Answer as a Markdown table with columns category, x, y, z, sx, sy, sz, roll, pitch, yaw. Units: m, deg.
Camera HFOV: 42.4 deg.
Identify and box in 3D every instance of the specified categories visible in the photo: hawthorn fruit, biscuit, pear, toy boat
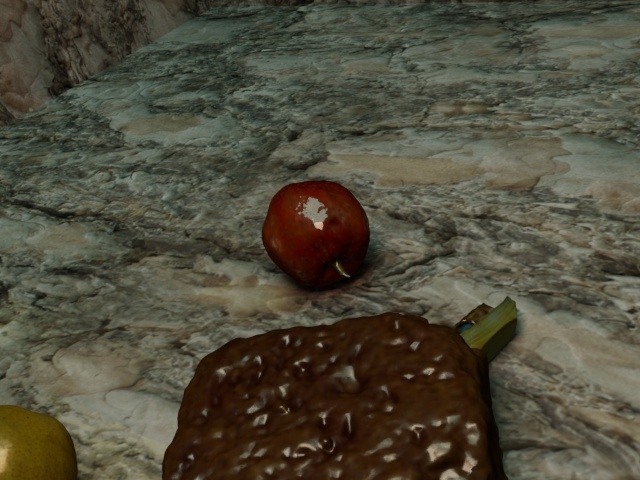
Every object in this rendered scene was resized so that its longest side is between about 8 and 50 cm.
| category | x | y | z | sx | sy | sz | roll | pitch | yaw |
| --- | --- | --- | --- | --- | --- | --- | --- | --- | --- |
| hawthorn fruit | 0.000 | 0.000 | 1.362 | 0.179 | 0.179 | 0.200 | -23 | 52 | -10 |
| biscuit | 0.010 | 0.244 | 0.964 | 0.395 | 0.166 | 0.342 | -11 | 30 | 12 |
| pear | -0.411 | 0.311 | 1.036 | 0.209 | 0.208 | 0.208 | -13 | 32 | 8 |
| toy boat | 0.213 | 0.131 | 1.135 | 0.172 | 0.065 | 0.066 | -32 | 48 | -34 |
